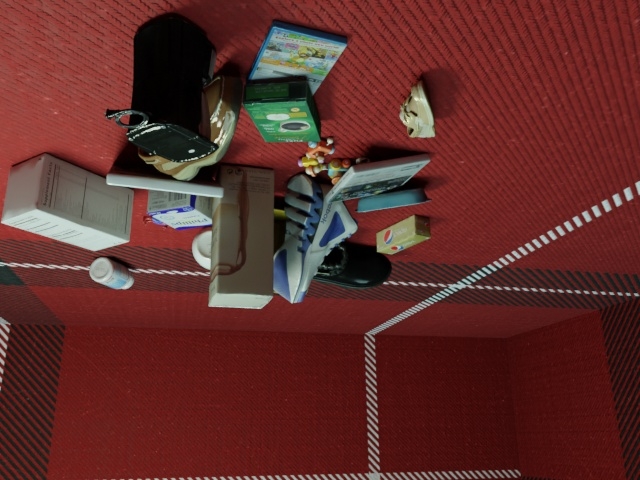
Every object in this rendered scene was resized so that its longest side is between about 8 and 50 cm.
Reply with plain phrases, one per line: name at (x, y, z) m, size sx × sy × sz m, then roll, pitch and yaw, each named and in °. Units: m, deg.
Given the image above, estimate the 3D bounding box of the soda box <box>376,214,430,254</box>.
soda box at (0.236, -0.014, 1.721) m, size 0.058 × 0.061 × 0.181 m, roll 10°, pitch 159°, yaw -28°

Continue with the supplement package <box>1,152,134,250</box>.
supplement package at (-0.572, -0.080, 1.374) m, size 0.133 × 0.139 × 0.244 m, roll -13°, pitch 157°, yaw 30°

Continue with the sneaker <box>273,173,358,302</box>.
sneaker at (0.000, -0.001, 1.460) m, size 0.182 × 0.316 × 0.127 m, roll -1°, pitch -158°, yaw -36°

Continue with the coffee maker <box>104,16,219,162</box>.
coffee maker at (-0.221, -0.227, 0.874) m, size 0.120 × 0.179 × 0.171 m, roll -5°, pitch 164°, yaw 8°

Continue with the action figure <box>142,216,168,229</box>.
action figure at (-0.428, -0.050, 1.651) m, size 0.115 × 0.030 × 0.038 m, roll -2°, pitch 157°, yaw -2°

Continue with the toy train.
toy train at (0.023, -0.164, 1.287) m, size 0.166 × 0.046 × 0.125 m, roll 15°, pitch 156°, yaw -39°

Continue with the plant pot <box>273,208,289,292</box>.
plant pot at (-0.152, 0.018, 1.594) m, size 0.212 × 0.213 × 0.187 m, roll 7°, pitch -178°, yaw -24°

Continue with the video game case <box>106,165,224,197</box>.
video game case at (-0.331, -0.126, 1.275) m, size 0.226 × 0.026 × 0.206 m, roll 5°, pitch -170°, yaw -18°

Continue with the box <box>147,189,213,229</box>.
box at (-0.333, -0.085, 1.475) m, size 0.126 × 0.072 × 0.137 m, roll -7°, pitch 161°, yaw 21°

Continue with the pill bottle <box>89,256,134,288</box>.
pill bottle at (-0.709, 0.117, 2.051) m, size 0.087 × 0.087 × 0.160 m, roll -5°, pitch 161°, yaw 12°

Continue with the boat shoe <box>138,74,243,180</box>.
boat shoe at (-0.243, -0.195, 1.071) m, size 0.119 × 0.123 × 0.324 m, roll 14°, pitch 156°, yaw -29°

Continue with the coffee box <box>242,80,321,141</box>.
coffee box at (-0.064, -0.225, 1.071) m, size 0.113 × 0.041 × 0.184 m, roll -1°, pitch 168°, yaw 9°

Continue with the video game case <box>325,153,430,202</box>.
video game case at (0.123, -0.137, 1.330) m, size 0.190 × 0.022 × 0.173 m, roll -12°, pitch 167°, yaw -23°

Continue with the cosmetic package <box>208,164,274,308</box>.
cosmetic package at (-0.180, -0.004, 1.362) m, size 0.129 × 0.297 × 0.153 m, roll 4°, pitch 161°, yaw -17°

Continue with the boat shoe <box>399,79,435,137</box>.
boat shoe at (0.172, -0.226, 1.074) m, size 0.059 × 0.063 × 0.170 m, roll -11°, pitch 161°, yaw 11°

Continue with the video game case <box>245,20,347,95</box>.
video game case at (-0.043, -0.285, 0.965) m, size 0.119 × 0.015 × 0.166 m, roll 7°, pitch 161°, yaw -20°

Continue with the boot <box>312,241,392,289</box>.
boot at (0.070, 0.057, 1.822) m, size 0.347 × 0.131 × 0.260 m, roll 2°, pitch 162°, yaw -7°

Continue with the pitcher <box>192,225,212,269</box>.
pitcher at (-0.275, 0.026, 1.745) m, size 0.177 × 0.126 × 0.207 m, roll -3°, pitch 171°, yaw -1°

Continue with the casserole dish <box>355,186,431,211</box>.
casserole dish at (0.172, -0.100, 1.449) m, size 0.188 × 0.037 × 0.114 m, roll -8°, pitch -174°, yaw 18°
